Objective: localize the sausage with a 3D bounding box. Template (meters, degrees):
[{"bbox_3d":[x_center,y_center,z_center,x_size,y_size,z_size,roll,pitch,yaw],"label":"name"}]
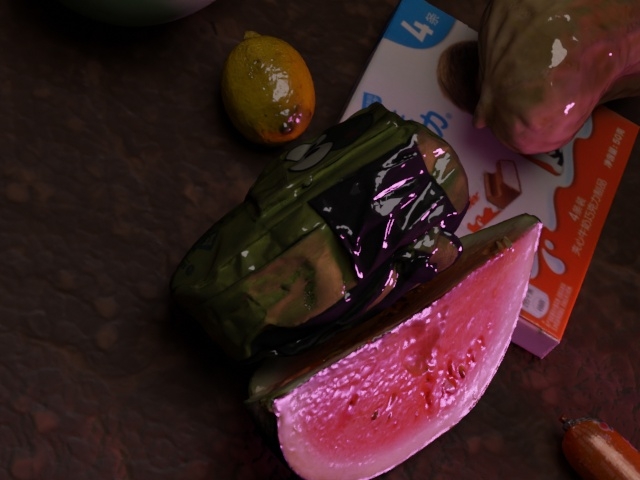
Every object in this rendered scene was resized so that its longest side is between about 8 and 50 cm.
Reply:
[{"bbox_3d":[0.329,0.275,1.561,0.348,0.053,0.053,46,56,7],"label":"sausage"}]

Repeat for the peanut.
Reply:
[{"bbox_3d":[0.240,-0.189,1.675,0.291,0.143,0.159,-30,86,-37],"label":"peanut"}]

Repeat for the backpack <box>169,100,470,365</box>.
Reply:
[{"bbox_3d":[0.000,0.000,1.475,0.253,0.207,0.140,-35,100,0],"label":"backpack"}]

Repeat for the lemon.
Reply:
[{"bbox_3d":[-0.048,-0.135,1.620,0.082,0.082,0.110,-7,66,-26],"label":"lemon"}]

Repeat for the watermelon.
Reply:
[{"bbox_3d":[0.042,0.085,1.510,0.303,0.159,0.128,-32,49,-29],"label":"watermelon"}]

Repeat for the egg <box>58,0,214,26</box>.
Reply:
[{"bbox_3d":[-0.147,-0.306,1.589,0.220,0.220,0.269,39,57,2],"label":"egg"}]

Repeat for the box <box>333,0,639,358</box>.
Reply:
[{"bbox_3d":[0.139,-0.065,1.676,0.265,0.048,0.273,29,56,-5],"label":"box"}]
